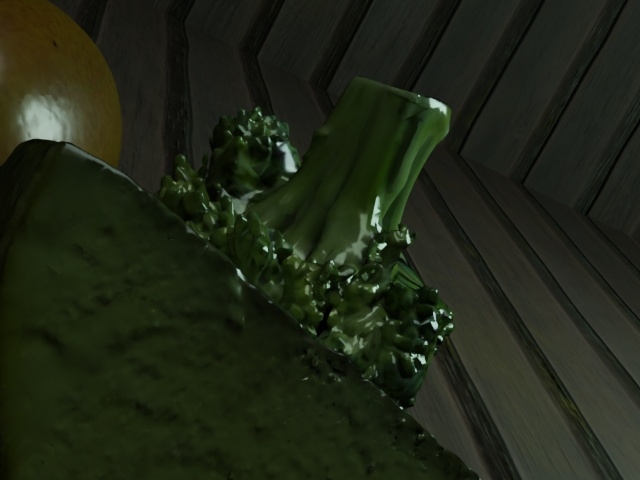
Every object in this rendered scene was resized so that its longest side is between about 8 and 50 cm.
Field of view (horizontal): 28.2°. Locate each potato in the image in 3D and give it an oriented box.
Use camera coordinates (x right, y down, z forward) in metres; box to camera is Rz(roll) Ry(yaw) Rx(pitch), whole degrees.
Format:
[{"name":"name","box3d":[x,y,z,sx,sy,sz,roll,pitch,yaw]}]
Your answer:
[{"name":"potato","box3d":[-0.112,0.120,0.759,0.330,0.212,0.280,42,-13,-15]}]

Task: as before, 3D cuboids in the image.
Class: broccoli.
[{"name":"broccoli","box3d":[-0.012,0.015,1.103,0.277,0.317,0.338,23,-21,9]}]

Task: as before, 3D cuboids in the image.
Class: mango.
[{"name":"mango","box3d":[-0.264,-0.059,0.923,0.221,0.264,0.378,37,-1,6]}]
